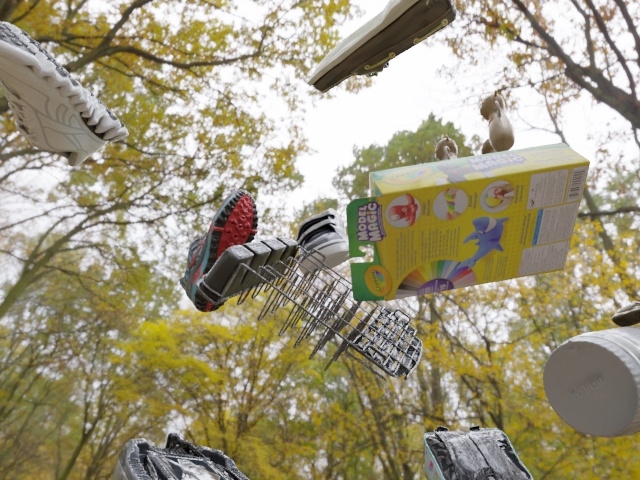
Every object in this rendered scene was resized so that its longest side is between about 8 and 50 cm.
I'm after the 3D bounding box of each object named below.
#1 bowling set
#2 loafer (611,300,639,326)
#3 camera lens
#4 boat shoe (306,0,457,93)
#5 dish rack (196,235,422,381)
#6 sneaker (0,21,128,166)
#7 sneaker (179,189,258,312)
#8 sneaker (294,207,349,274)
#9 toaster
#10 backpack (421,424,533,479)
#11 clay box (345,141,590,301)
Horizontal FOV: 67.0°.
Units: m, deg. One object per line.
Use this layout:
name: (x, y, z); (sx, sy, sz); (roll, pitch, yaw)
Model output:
bowling set: (0.253, -0.120, 0.880); (0.200, 0.154, 0.287); (-7, -45, 15)
loafer: (0.788, 0.172, 1.187); (0.056, 0.050, 0.148); (39, -30, -8)
camera lens: (0.665, 0.311, 1.083); (0.275, 0.219, 0.219); (2, -27, -36)
boat shoe: (0.102, -0.354, 0.887); (0.305, 0.109, 0.091); (-28, -59, 37)
dish rack: (0.003, 0.089, 0.626); (0.272, 0.208, 0.074); (34, -74, 13)
sneaker: (-0.384, -0.188, 0.680); (0.110, 0.118, 0.292); (46, -6, 12)
sneaker: (-0.225, 0.008, 0.993); (0.125, 0.261, 0.104); (28, 6, 40)
sneaker: (0.000, 0.000, 1.089); (0.126, 0.127, 0.321); (-26, -6, 5)
toaster: (-0.134, 0.278, 0.438); (0.129, 0.146, 0.227); (25, -15, -33)
backpack: (0.265, 0.415, 0.817); (0.166, 0.144, 0.188); (1, 1, -3)
clay box: (0.133, -0.015, 0.474); (0.222, 0.053, 0.127); (-8, -55, -3)
